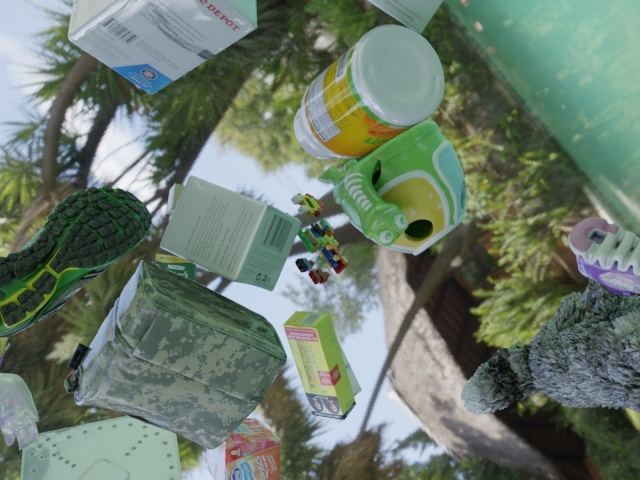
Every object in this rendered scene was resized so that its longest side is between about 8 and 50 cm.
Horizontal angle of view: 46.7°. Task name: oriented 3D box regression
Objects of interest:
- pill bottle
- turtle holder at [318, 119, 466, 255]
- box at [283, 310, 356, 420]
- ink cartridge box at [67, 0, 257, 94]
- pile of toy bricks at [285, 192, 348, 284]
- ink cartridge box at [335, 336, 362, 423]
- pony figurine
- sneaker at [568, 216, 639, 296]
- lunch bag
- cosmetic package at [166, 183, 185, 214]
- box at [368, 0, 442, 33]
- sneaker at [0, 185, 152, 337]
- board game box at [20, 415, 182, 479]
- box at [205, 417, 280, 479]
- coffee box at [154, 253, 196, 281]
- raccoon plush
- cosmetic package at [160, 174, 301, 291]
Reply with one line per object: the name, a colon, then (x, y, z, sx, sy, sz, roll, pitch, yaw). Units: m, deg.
pill bottle: (0.055, -0.196, 1.064, 0.136, 0.136, 0.246, 49, 154, -9)
turtle holder: (0.157, -0.098, 1.363, 0.227, 0.243, 0.320, 54, 180, 2)
box: (0.000, 0.256, 1.520, 0.058, 0.087, 0.232, -44, -53, -48)
ink cartridge box: (-0.311, -0.457, 1.480, 0.223, 0.307, 0.129, 32, -136, -45)
pile of toy bricks: (0.000, 0.000, 1.686, 0.105, 0.118, 0.212, -2, -129, -49)
ink cartridge box: (0.035, 0.326, 1.766, 0.198, 0.067, 0.115, 65, 162, 16)
pony figurine: (-0.856, 0.347, 1.752, 0.363, 0.303, 0.351, 18, -124, -66)
sneaker: (0.500, 0.051, 1.152, 0.236, 0.095, 0.104, 26, 151, 30)
lunch bag: (-0.252, 0.214, 1.294, 0.305, 0.256, 0.212, 28, -173, -24)
cosmetic package: (-0.269, -0.077, 1.603, 0.115, 0.041, 0.060, 13, -114, -25)
box: (0.068, -0.400, 1.014, 0.181, 0.119, 0.182, 13, -152, -50)
sneaker: (-0.437, 0.031, 1.248, 0.134, 0.343, 0.146, 51, 154, 4)
board game box: (-0.544, 0.617, 1.856, 0.390, 0.390, 0.050, -114, 18, -51)
box: (-0.218, 0.587, 2.035, 0.300, 0.154, 0.142, 175, 96, -73)
coffee box: (-0.392, 0.130, 1.965, 0.113, 0.184, 0.040, 9, 177, -9)
raccoon plush: (0.441, 0.259, 1.261, 0.216, 0.446, 0.299, 45, -157, 1)
cosmetic package: (-0.167, -0.012, 1.399, 0.184, 0.151, 0.151, 21, 178, 27)
